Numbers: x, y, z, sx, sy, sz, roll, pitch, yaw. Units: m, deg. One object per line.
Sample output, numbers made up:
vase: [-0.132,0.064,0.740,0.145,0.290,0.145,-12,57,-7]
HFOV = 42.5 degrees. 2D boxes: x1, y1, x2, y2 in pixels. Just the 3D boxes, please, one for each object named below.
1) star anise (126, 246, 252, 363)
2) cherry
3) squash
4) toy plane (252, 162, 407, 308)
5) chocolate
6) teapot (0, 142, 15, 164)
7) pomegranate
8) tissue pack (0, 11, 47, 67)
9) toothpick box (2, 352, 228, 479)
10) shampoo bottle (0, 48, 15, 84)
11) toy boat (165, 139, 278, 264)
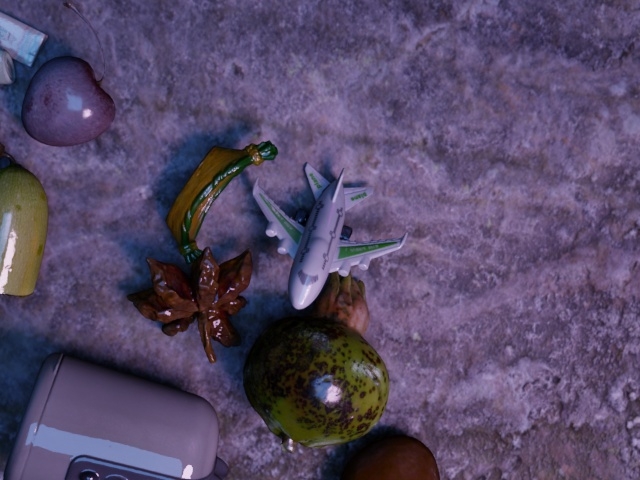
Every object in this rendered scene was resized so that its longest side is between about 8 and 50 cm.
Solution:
star anise: [-0.185,0.089,1.258,0.212,0.111,0.196,28,105,-22]
cherry: [-0.386,-0.224,1.201,0.148,0.115,0.188,-30,96,35]
squash: [-0.458,-0.020,1.209,0.123,0.123,0.187,14,92,-12]
toy plane: [-0.001,0.002,1.268,0.251,0.101,0.255,19,59,-2]
chocolate: [0.119,0.402,1.356,0.176,0.177,0.177,-1,98,-10]
teapot: [-0.494,-0.137,1.206,0.068,0.076,0.121,-51,130,-9]
pomegranate: [0.001,0.191,1.294,0.221,0.277,0.204,24,129,-4]
tissue pack: [-0.464,-0.303,1.209,0.108,0.023,0.056,25,95,-12]
toothpick box: [-0.287,0.311,1.223,0.316,0.229,0.229,19,94,-12]
shampoo bottle: [-0.545,-0.254,1.187,0.190,0.069,0.041,2,73,-5]
toy boat: [-0.160,-0.070,1.259,0.088,0.089,0.229,35,100,0]
